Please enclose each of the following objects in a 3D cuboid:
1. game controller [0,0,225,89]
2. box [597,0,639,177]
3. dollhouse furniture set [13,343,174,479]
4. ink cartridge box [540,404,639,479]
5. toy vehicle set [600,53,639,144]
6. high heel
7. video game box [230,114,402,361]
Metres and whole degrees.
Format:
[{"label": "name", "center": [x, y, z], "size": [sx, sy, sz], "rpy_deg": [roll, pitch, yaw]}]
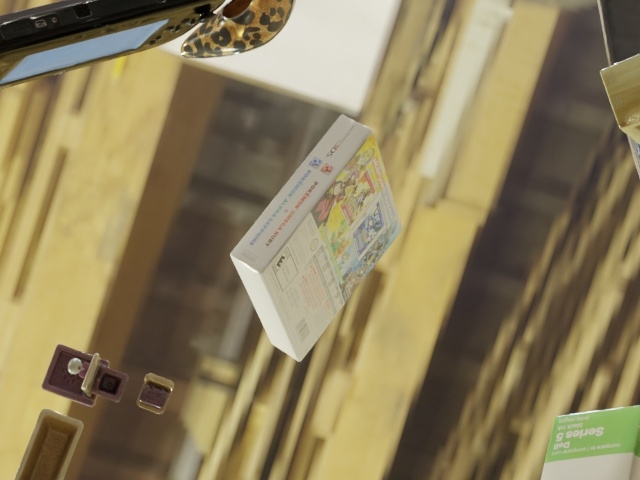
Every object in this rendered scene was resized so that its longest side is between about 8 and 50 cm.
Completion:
[{"label": "game controller", "center": [-0.255, -0.211, 2.098], "size": [0.067, 0.319, 0.166], "rpy_deg": [64, 148, 11]}, {"label": "box", "center": [0.357, -0.134, 1.750], "size": [0.294, 0.182, 0.296], "rpy_deg": [-89, -20, -52]}, {"label": "dollhouse furniture set", "center": [-0.164, 0.134, 1.386], "size": [0.081, 0.091, 0.114], "rpy_deg": [111, 180, -79]}, {"label": "ink cartridge box", "center": [0.301, 0.336, 2.007], "size": [0.114, 0.198, 0.273], "rpy_deg": [-10, 45, 34]}, {"label": "toy vehicle set", "center": [0.301, -0.105, 1.077], "size": [0.166, 0.267, 0.035], "rpy_deg": [23, -131, -65]}, {"label": "high heel", "center": [-0.085, -0.324, 2.291], "size": [0.261, 0.186, 0.093], "rpy_deg": [-26, 31, 16]}, {"label": "video game box", "center": [0.000, 0.000, 1.995], "size": [0.187, 0.048, 0.205], "rpy_deg": [-50, -26, -16]}]
